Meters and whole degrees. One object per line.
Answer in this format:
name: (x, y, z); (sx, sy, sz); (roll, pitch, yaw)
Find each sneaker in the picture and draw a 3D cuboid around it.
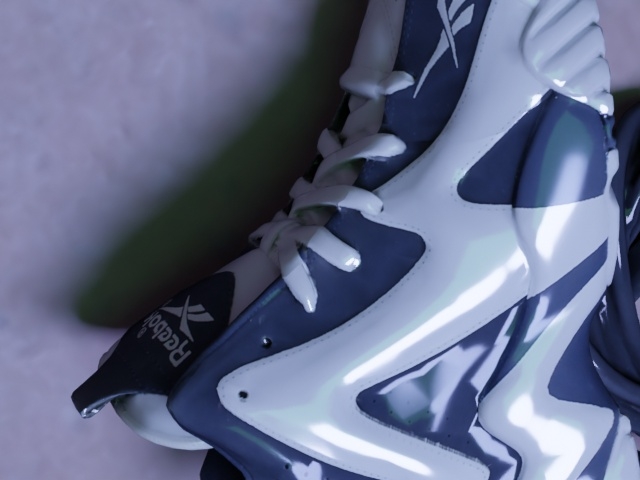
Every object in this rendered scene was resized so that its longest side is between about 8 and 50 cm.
sneaker: (0.000, 0.000, 0.537); (0.153, 0.094, 0.235); (-10, 105, -11)

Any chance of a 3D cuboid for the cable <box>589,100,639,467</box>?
cable: (0.162, 0.010, 0.626); (0.185, 0.047, 0.150); (-18, 106, -8)
